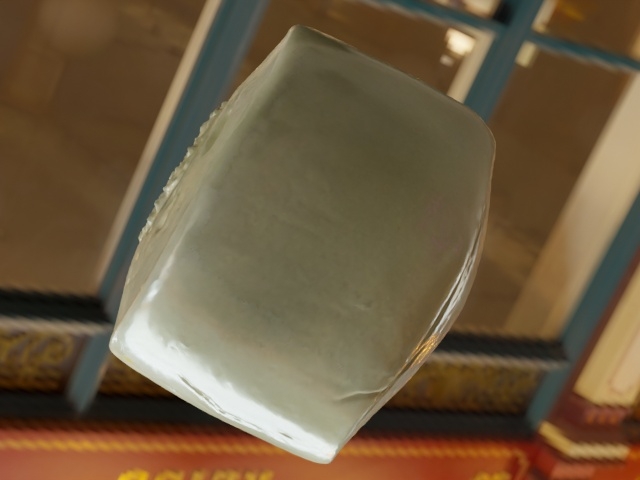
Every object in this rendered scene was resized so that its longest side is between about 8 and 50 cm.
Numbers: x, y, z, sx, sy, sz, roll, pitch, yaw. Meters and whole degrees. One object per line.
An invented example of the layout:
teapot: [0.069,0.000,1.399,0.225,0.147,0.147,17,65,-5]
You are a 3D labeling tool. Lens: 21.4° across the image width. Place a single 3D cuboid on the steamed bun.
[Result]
steamed bun: [0.000,0.000,1.042,0.200,0.250,0.155,30,171,-5]
